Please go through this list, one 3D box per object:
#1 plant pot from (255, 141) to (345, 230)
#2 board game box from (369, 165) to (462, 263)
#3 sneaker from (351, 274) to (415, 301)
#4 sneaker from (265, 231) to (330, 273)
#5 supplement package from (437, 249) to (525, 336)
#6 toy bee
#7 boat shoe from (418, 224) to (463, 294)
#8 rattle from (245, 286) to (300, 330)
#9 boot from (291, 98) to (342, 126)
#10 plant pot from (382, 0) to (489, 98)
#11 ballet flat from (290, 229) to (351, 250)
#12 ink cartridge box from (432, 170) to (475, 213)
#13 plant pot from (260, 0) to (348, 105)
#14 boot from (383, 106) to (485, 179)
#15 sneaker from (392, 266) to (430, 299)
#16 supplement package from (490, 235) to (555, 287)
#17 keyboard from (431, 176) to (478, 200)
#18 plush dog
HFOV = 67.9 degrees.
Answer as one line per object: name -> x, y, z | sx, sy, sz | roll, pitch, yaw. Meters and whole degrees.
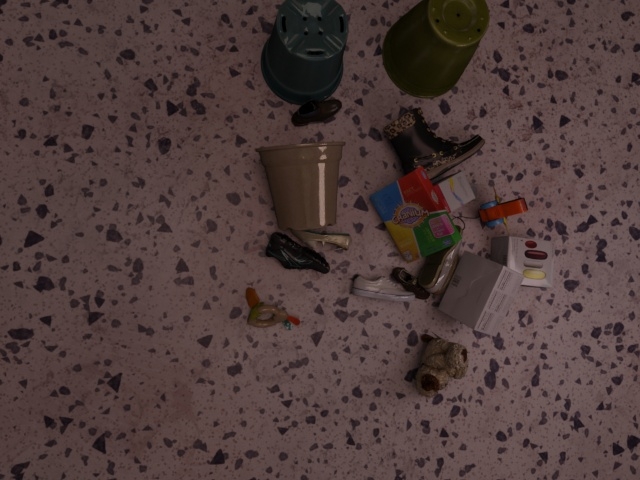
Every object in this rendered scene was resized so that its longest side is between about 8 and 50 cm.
plant pot -> -0.063, -0.201, 1.777 | 0.333, 0.334, 0.306 | -6, 100, -9
board game box -> 0.367, -0.094, 1.861 | 0.064, 0.242, 0.317 | -31, 92, -48
sneaker -> 0.256, 0.189, 1.893 | 0.257, 0.094, 0.091 | 8, 90, -7
sneaker -> -0.089, 0.068, 1.861 | 0.267, 0.101, 0.106 | 29, 103, -5
supplement package -> 0.622, 0.204, 1.854 | 0.145, 0.204, 0.262 | 21, 95, -33
toy bee -> 0.706, -0.128, 1.942 | 0.162, 0.298, 0.196 | -21, 114, -47
boat shoe -> 0.503, 0.081, 1.939 | 0.103, 0.113, 0.302 | 41, 73, -32
rattle -> -0.189, 0.268, 1.855 | 0.199, 0.143, 0.130 | 3, 119, -23
boot -> -0.006, -0.516, 1.884 | 0.219, 0.106, 0.082 | -24, 91, -9
plant pot -> 0.463, -0.794, 1.847 | 0.366, 0.353, 0.367 | 1, 87, -8
ballet flat -> 0.000, 0.000, 1.871 | 0.248, 0.086, 0.086 | 7, 86, -8
ink cartridge box -> 0.499, -0.180, 1.907 | 0.176, 0.128, 0.127 | -29, 94, -20
plant pot -> -0.050, -0.724, 1.775 | 0.340, 0.334, 0.342 | 0, 88, -8
boot -> 0.460, -0.413, 1.940 | 0.377, 0.138, 0.284 | -31, 89, -8
sneaker -> 0.371, 0.178, 1.923 | 0.188, 0.071, 0.066 | 36, 82, -5
supplement package -> 0.826, 0.090, 1.958 | 0.203, 0.149, 0.194 | 6, 86, -7
keyboard -> 0.542, -0.223, 2.003 | 0.255, 0.014, 0.072 | 9, 91, -8
plush dog -> 0.447, 0.505, 1.864 | 0.210, 0.262, 0.225 | 24, 71, 26
